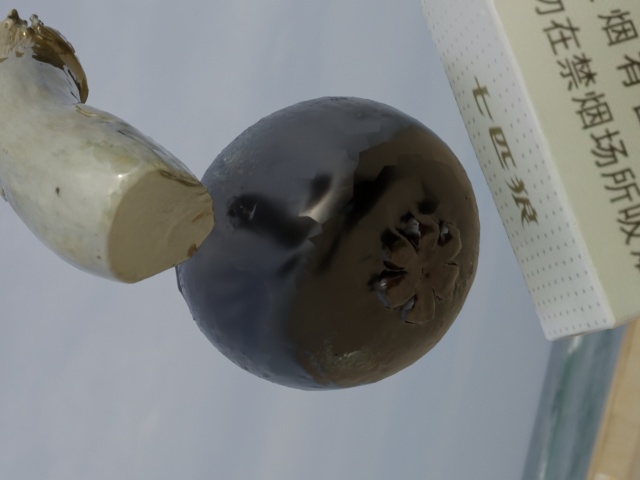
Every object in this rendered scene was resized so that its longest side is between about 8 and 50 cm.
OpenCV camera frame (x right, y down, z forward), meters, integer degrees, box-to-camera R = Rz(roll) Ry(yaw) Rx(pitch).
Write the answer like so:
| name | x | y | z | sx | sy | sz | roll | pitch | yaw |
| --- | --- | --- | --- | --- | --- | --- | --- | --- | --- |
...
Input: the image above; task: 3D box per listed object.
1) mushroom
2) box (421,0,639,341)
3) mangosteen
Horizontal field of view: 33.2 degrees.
| name | x | y | z | sx | sy | sz | roll | pitch | yaw |
| --- | --- | --- | --- | --- | --- | --- | --- | --- | --- |
| mushroom | -0.144 | -0.057 | 0.595 | 0.092 | 0.223 | 0.081 | -22 | -49 | -27 |
| box | 0.247 | -0.097 | 0.592 | 0.095 | 0.330 | 0.210 | 137 | 115 | -74 |
| mangosteen | 0.000 | 0.000 | 0.778 | 0.243 | 0.243 | 0.242 | 13 | -90 | -77 |
